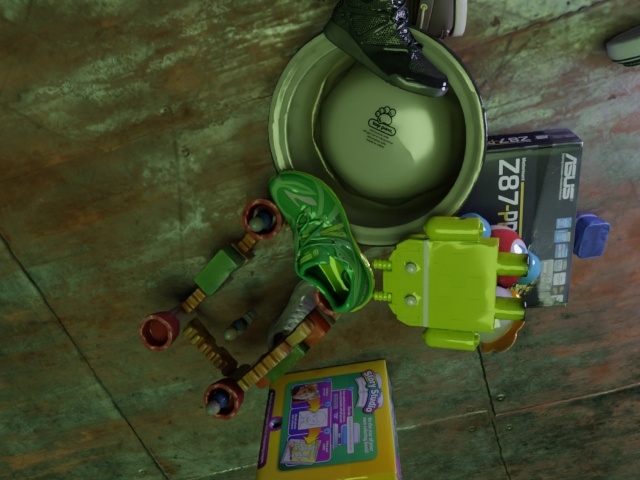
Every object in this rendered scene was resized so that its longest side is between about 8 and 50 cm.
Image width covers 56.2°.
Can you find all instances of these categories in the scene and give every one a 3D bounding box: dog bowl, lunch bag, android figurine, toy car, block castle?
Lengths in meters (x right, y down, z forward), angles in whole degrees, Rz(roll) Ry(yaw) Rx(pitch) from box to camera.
[{"bbox_3d":[0.114,-0.202,1.129,0.407,0.150,0.408,8,112,21],"label":"dog bowl"},{"bbox_3d":[0.587,-0.009,1.330,0.067,0.065,0.099,-4,119,-14],"label":"lunch bag"},{"bbox_3d":[0.227,0.076,1.072,0.272,0.056,0.249,4,108,15],"label":"android figurine"},{"bbox_3d":[0.337,0.109,1.165,0.219,0.238,0.210,28,118,-33],"label":"toy car"},{"bbox_3d":[-0.154,0.151,1.298,0.303,0.213,0.453,46,109,2],"label":"block castle"}]

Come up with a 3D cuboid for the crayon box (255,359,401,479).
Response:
[{"bbox_3d":[0.024,0.460,1.438,0.312,0.363,0.106,-9,119,7],"label":"crayon box"}]

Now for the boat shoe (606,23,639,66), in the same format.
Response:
[{"bbox_3d":[0.702,-0.361,1.097,0.334,0.121,0.119,-14,113,7],"label":"boat shoe"}]

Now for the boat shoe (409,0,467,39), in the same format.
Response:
[{"bbox_3d":[0.192,-0.495,1.017,0.096,0.117,0.325,-10,136,2],"label":"boat shoe"}]

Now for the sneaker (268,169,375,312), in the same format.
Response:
[{"bbox_3d":[0.000,0.000,1.097,0.109,0.123,0.296,-32,92,29],"label":"sneaker"}]

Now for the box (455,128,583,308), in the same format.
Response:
[{"bbox_3d":[0.380,-0.030,1.306,0.318,0.097,0.395,-5,118,3],"label":"box"}]

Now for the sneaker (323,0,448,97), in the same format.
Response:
[{"bbox_3d":[0.121,-0.325,0.944,0.227,0.087,0.130,40,126,11],"label":"sneaker"}]

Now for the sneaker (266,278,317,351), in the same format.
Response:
[{"bbox_3d":[-0.053,0.186,1.443,0.087,0.092,0.229,28,115,-11],"label":"sneaker"}]
